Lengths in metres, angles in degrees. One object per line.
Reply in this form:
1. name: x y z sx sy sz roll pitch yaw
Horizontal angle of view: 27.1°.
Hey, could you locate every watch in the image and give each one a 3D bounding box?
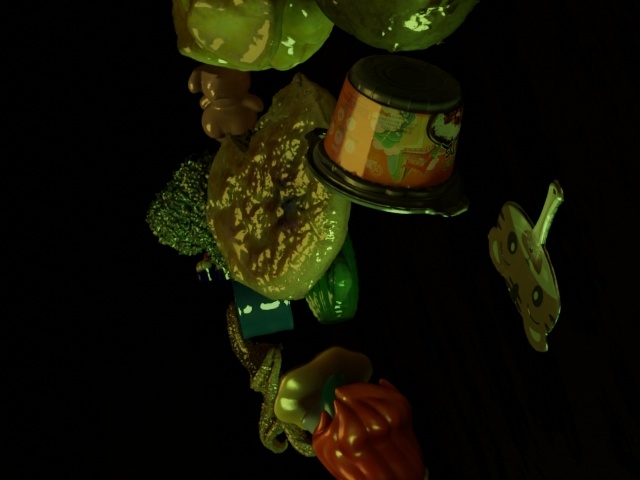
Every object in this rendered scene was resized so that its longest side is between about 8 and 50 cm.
1. watch: -0.121 0.071 2.386 0.196 0.171 0.200 -88 -12 -62

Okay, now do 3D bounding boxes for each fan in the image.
1. fan: 0.218 0.010 1.355 0.227 0.008 0.152 99 154 -58

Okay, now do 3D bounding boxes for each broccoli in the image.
1. broccoli: -0.181 -0.061 2.247 0.361 0.221 0.252 -24 39 64

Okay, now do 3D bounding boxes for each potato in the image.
1. potato: 0.069 -0.320 1.280 0.210 0.173 0.307 -116 16 -45

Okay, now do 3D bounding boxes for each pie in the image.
1. pie: -0.057 -0.072 1.945 0.337 0.075 0.338 -8 80 51

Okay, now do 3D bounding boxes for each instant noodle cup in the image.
1. instant noodle cup: 0.083 -0.127 1.454 0.177 0.208 0.126 -45 -27 -57

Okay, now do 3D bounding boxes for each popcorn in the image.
1. popcorn: -0.075 -0.382 1.666 0.292 0.293 0.334 7 123 27

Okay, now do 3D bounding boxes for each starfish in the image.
1. starfish: -0.091 0.274 2.511 0.303 0.113 0.312 -127 17 -62

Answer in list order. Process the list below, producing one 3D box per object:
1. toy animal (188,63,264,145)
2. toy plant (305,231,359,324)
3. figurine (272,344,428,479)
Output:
1. toy animal: -0.153 -0.209 2.328 0.124 0.124 0.212 -126 20 -55
2. toy plant: 0.000 0.012 2.004 0.155 0.088 0.240 98 157 -53
3. figurine: 0.051 0.279 1.918 0.257 0.181 0.208 48 121 47
